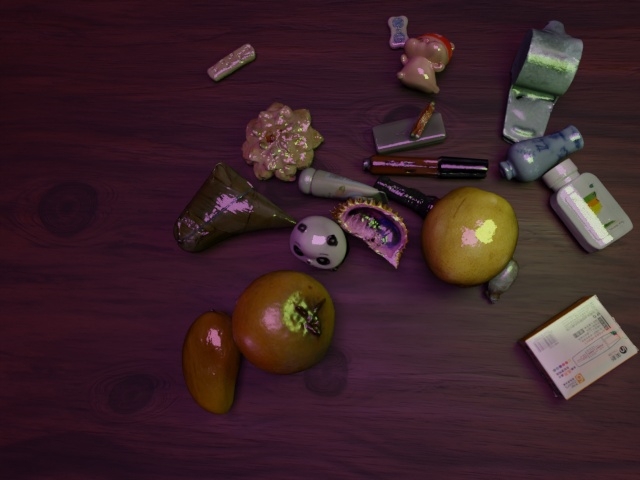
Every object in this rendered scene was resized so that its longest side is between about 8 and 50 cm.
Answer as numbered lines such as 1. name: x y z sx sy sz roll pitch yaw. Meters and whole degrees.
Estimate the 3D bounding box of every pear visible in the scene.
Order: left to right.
1. pear: 0.457 -0.007 1.675 0.314 0.314 0.314 -1 80 6

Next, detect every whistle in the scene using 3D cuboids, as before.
1. whistle: 0.727 -0.526 1.821 0.168 0.188 0.404 16 115 4

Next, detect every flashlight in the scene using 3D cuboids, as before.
1. flashlight: 0.290 -0.150 1.827 0.232 0.093 0.093 29 84 14

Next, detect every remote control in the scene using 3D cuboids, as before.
1. remote control: 0.283 -0.754 1.958 0.074 0.032 0.122 -5 80 5

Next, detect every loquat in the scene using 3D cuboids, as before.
1. loquat: -0.131 0.257 1.702 0.359 0.328 0.328 -12 75 49

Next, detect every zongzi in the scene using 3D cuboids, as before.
1. zongzi: -0.289 -0.042 1.844 0.360 0.160 0.323 35 91 4

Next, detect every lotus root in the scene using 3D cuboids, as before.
1. lotus root: 0.582 0.122 1.751 0.088 0.088 0.165 29 94 10

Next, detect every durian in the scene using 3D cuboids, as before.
1. durian: 0.160 -0.055 1.778 0.260 0.186 0.154 37 84 -20

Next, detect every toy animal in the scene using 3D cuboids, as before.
1. toy animal: -0.002 0.008 1.760 0.187 0.235 0.165 18 89 9
2. toy animal: 0.363 -0.617 1.864 0.171 0.171 0.197 21 87 9

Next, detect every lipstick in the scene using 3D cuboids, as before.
1. lipstick: 0.354 -0.251 1.842 0.418 0.077 0.077 3 81 7

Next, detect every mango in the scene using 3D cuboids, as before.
1. mango: -0.362 0.392 1.775 0.195 0.142 0.331 7 84 12

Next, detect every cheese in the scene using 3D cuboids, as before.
1. cheese: -0.329 -0.658 2.003 0.194 0.043 0.065 -31 80 1

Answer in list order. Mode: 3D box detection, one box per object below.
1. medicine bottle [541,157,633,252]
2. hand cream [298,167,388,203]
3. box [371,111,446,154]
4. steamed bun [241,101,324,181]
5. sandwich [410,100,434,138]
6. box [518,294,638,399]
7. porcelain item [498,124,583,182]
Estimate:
1. medicine bottle: 0.849 -0.118 1.746 0.161 0.111 0.296 -31 77 -5
2. hand cream: 0.078 -0.178 1.837 0.306 0.147 0.093 13 81 15
3. box: 0.305 -0.369 1.877 0.244 0.055 0.103 -11 79 4
4. steamed bun: -0.139 -0.358 1.886 0.295 0.137 0.292 -1 77 8
5. sandwich: 0.344 -0.404 1.817 0.029 0.067 0.135 30 96 -12
6. box: 0.797 0.329 1.682 0.274 0.091 0.220 -32 79 0
7. porcelain item: 0.715 -0.280 1.766 0.259 0.141 0.141 -26 78 8
